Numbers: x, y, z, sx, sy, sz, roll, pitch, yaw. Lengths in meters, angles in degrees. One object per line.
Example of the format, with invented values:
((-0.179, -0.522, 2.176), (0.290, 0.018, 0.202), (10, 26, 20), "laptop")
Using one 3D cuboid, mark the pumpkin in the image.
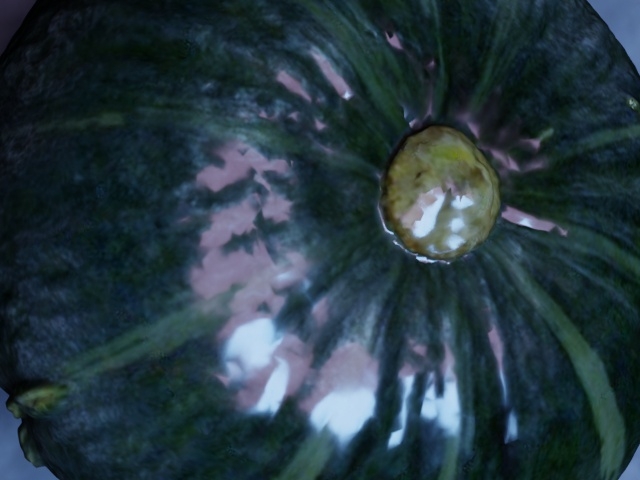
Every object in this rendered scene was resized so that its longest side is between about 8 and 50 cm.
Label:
((0.002, -0.001, 0.524), (0.211, 0.152, 0.212), (3, 78, -16), "pumpkin")
